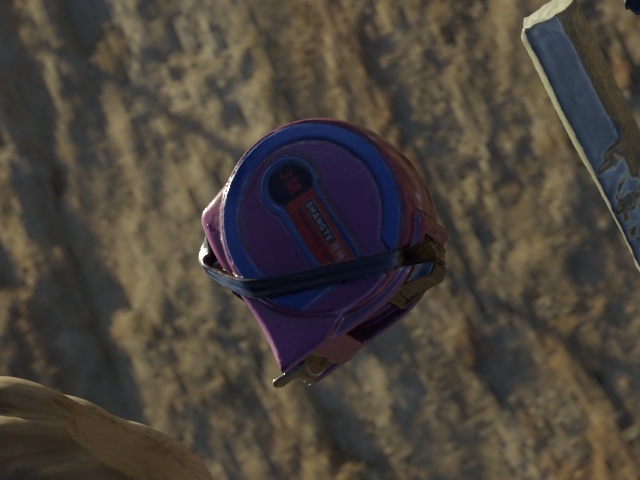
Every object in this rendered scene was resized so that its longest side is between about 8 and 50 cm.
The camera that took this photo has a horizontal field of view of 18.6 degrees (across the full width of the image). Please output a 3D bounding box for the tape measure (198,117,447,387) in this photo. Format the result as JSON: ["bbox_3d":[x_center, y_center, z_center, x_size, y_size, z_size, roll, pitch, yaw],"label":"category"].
[{"bbox_3d":[0.000,0.000,1.027,0.118,0.125,0.074,59,-171,20],"label":"tape measure"}]

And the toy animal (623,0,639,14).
[{"bbox_3d":[0.139,-0.132,0.643,0.148,0.084,0.232,36,148,39],"label":"toy animal"}]

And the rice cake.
[{"bbox_3d":[0.220,-0.078,1.513,0.052,0.057,0.256,-13,124,30],"label":"rice cake"}]

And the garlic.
[{"bbox_3d":[-0.132,0.192,0.952,0.218,0.219,0.212,38,103,38],"label":"garlic"}]
